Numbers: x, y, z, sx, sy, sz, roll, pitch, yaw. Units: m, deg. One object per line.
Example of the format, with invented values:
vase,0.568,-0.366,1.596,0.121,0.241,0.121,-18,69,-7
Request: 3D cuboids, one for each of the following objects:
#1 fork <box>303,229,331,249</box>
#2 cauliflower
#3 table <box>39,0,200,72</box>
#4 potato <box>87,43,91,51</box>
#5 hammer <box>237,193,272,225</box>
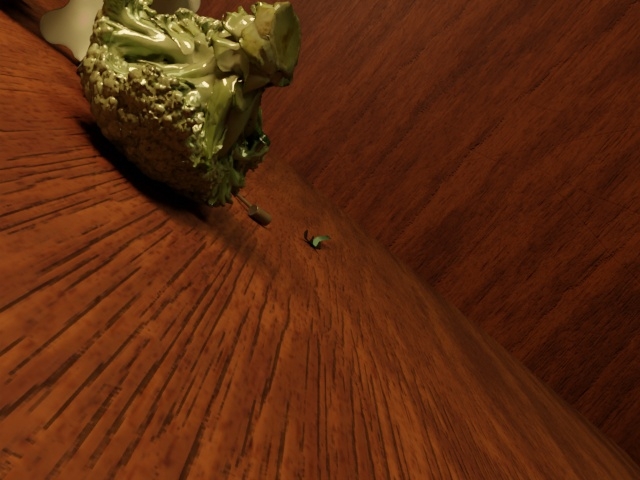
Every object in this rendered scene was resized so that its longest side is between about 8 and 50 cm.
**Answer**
fork,-0.002,0.001,1.733,0.039,0.021,0.235,45,4,6
cauliflower,-0.120,-0.177,1.094,0.272,0.250,0.275,34,37,-51
table,-0.291,-0.329,1.420,0.166,0.198,0.166,40,5,-4
potato,-0.222,-0.206,1.289,0.154,0.137,0.200,3,-9,17
hammer,-0.113,-0.056,1.459,0.035,0.019,0.110,36,2,-43
